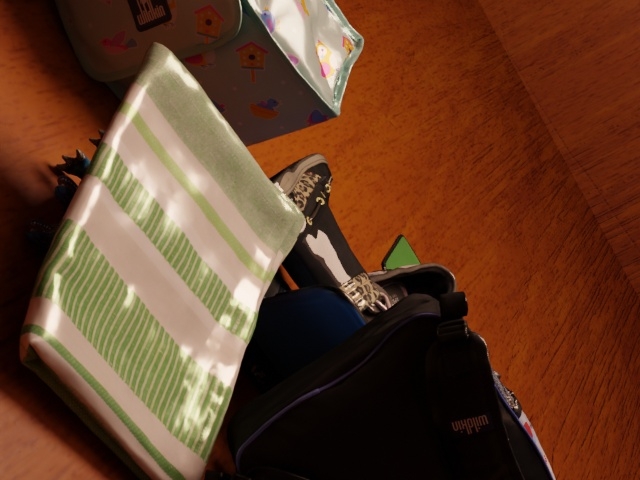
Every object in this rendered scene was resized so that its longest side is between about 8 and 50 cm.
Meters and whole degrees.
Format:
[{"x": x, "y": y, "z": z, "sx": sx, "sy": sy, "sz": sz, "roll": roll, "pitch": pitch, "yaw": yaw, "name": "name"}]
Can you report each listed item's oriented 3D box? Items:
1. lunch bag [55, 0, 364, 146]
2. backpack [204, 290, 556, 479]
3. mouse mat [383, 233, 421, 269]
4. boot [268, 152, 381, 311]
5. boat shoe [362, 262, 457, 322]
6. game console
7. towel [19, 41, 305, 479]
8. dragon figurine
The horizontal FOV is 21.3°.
[{"x": -0.120, "y": -0.221, "z": 1.711, "sx": 0.262, "sy": 0.223, "sz": 0.160, "roll": 48, "pitch": 42, "yaw": -35, "name": "lunch bag"}, {"x": 0.073, "y": 0.209, "z": 1.498, "sx": 0.263, "sy": 0.276, "sz": 0.213, "roll": 55, "pitch": 4, "yaw": -7, "name": "backpack"}, {"x": 0.144, "y": 0.090, "z": 2.309, "sx": 0.190, "sy": 0.007, "sz": 0.152, "roll": 61, "pitch": 19, "yaw": -8, "name": "mouse mat"}, {"x": -0.002, "y": 0.001, "z": 1.908, "sx": 0.179, "sy": 0.085, "sz": 0.236, "roll": 55, "pitch": 17, "yaw": -1, "name": "boot"}, {"x": 0.081, "y": 0.080, "z": 2.027, "sx": 0.112, "sy": 0.095, "sz": 0.335, "roll": 62, "pitch": 19, "yaw": 1, "name": "boat shoe"}, {"x": 0.040, "y": 0.136, "z": 1.735, "sx": 0.293, "sy": 0.173, "sz": 0.250, "roll": 56, "pitch": 20, "yaw": -18, "name": "game console"}, {"x": -0.128, "y": 0.029, "z": 1.455, "sx": 0.248, "sy": 0.038, "sz": 0.325, "roll": 52, "pitch": 46, "yaw": -36, "name": "towel"}, {"x": -0.161, "y": -0.007, "z": 1.545, "sx": 0.289, "sy": 0.085, "sz": 0.144, "roll": 32, "pitch": 37, "yaw": -47, "name": "dragon figurine"}]
